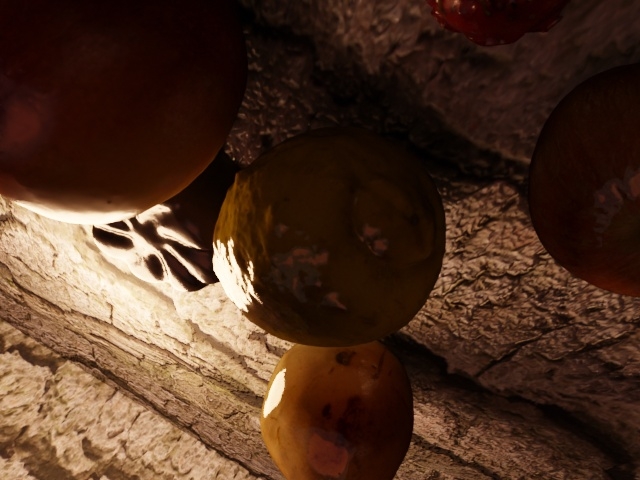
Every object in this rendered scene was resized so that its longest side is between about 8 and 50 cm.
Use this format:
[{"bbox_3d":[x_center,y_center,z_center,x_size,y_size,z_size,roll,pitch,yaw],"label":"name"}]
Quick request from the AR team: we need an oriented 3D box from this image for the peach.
[{"bbox_3d":[-0.233,-0.180,0.535,0.308,0.332,0.308,50,174,7],"label":"peach"}]

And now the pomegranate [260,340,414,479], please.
[{"bbox_3d":[0.029,0.331,0.898,0.319,0.319,0.319,18,139,16],"label":"pomegranate"}]

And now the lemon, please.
[{"bbox_3d":[0.005,-0.002,0.600,0.285,0.285,0.316,43,-178,-13],"label":"lemon"}]

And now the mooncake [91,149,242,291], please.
[{"bbox_3d":[-0.257,-0.044,0.813,0.306,0.154,0.306,16,136,17],"label":"mooncake"}]

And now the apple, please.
[{"bbox_3d":[0.292,-0.055,0.419,0.211,0.187,0.211,15,139,14],"label":"apple"}]

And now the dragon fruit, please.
[{"bbox_3d":[0.147,-0.221,0.401,0.153,0.111,0.153,21,143,17],"label":"dragon fruit"}]
